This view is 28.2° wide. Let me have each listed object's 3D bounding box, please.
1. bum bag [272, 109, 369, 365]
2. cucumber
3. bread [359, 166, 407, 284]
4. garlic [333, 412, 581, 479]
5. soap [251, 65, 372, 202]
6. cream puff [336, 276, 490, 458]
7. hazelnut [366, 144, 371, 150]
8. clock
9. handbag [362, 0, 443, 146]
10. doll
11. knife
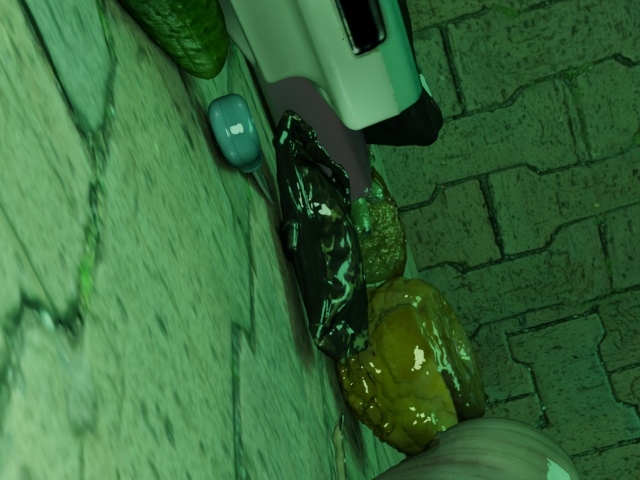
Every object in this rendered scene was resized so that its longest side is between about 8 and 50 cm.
[{"bbox_3d":[0.000,0.000,1.135,0.102,0.069,0.248,73,7,-64],"label":"bum bag"},{"bbox_3d":[-0.092,-0.153,0.765,0.250,0.056,0.056,58,17,-78],"label":"cucumber"},{"bbox_3d":[0.068,-0.020,1.718,0.125,0.086,0.156,-50,125,-84],"label":"bread"},{"bbox_3d":[0.103,0.238,1.012,0.257,0.207,0.207,31,-37,63],"label":"garlic"},{"bbox_3d":[-0.022,-0.183,1.366,0.181,0.081,0.259,-96,168,-58],"label":"soap"},{"bbox_3d":[0.083,0.131,1.261,0.189,0.129,0.189,55,23,-38],"label":"cream puff"},{"bbox_3d":[0.031,-0.133,1.732,0.086,0.086,0.086,-16,90,-84],"label":"hazelnut"},{"bbox_3d":[-0.049,-0.219,0.840,0.231,0.116,0.262,60,-2,36],"label":"clock"},{"bbox_3d":[0.030,-0.228,1.512,0.075,0.192,0.332,-64,148,-31],"label":"handbag"},{"bbox_3d":[0.022,-0.064,1.548,0.115,0.077,0.150,23,37,-24],"label":"doll"},{"bbox_3d":[-0.058,-0.072,1.030,0.244,0.032,0.058,61,5,-82],"label":"knife"}]
